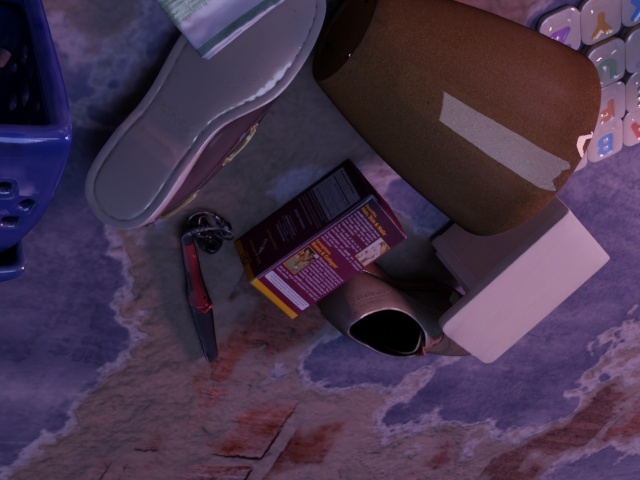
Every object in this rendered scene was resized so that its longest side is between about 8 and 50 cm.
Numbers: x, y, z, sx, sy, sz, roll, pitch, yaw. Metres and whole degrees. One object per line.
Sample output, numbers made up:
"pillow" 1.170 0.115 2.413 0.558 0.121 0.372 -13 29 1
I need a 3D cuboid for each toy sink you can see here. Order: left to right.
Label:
"toy sink" 0.258 0.034 1.263 0.234 0.131 0.153 -44 134 10

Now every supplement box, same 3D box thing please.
"supplement box" 0.000 0.000 1.139 0.188 0.081 0.104 -36 136 9

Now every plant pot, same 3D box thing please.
"plant pot" -0.362 -0.089 0.777 0.236 0.236 0.212 0 135 -27
"plant pot" 0.126 -0.161 0.970 0.254 0.237 0.237 26 117 -25

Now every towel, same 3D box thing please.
"towel" -0.113 -0.261 0.843 0.113 0.023 0.152 -36 113 7

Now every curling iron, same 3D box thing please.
"curling iron" -0.146 0.072 1.167 0.068 0.035 0.274 -11 134 -17

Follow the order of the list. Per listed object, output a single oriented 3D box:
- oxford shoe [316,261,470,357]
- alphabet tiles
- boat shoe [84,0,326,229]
"oxford shoe" 0.128 0.130 1.287 0.348 0.130 0.123 18 120 -37
"alphabet tiles" 0.372 -0.207 1.173 0.284 0.021 0.278 -24 136 -4
"boat shoe" -0.114 -0.143 0.939 0.324 0.116 0.097 -49 175 7
